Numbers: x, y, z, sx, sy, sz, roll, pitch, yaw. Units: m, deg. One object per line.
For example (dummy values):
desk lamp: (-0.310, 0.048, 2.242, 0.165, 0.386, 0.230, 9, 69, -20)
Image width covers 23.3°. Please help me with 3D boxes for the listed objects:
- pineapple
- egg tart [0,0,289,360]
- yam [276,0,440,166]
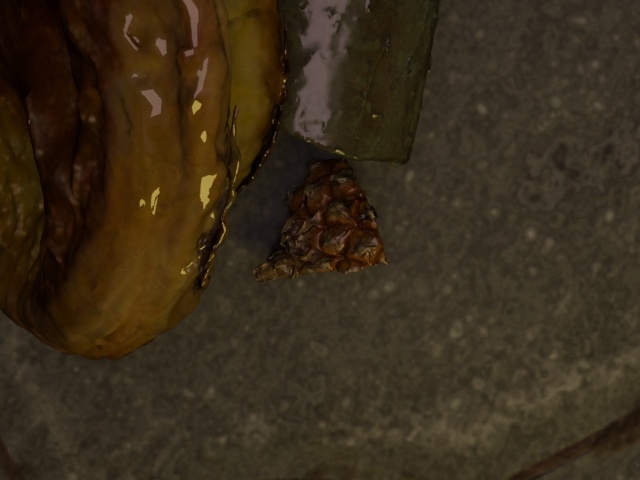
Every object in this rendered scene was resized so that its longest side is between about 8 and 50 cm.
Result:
pineapple: (0.000, 0.000, 1.200, 0.114, 0.077, 0.114, -30, 59, 12)
egg tart: (-0.156, -0.139, 1.050, 0.178, 0.443, 0.443, -13, 95, -35)
yam: (0.013, -0.198, 1.132, 0.161, 0.161, 0.268, 10, 95, -1)
